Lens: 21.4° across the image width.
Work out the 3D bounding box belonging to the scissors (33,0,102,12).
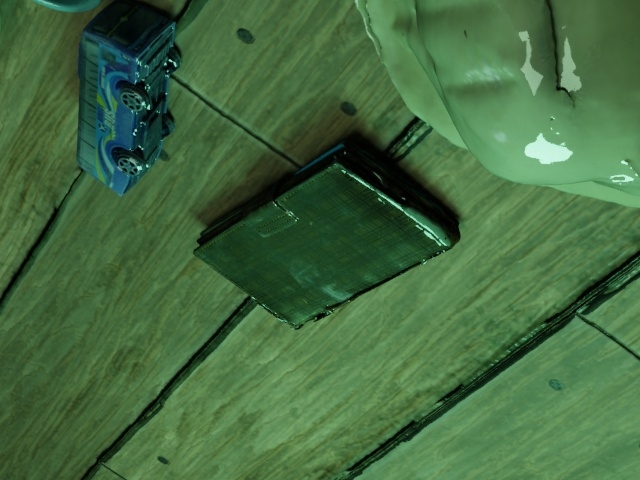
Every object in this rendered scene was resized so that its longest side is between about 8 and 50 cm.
[{"bbox_3d":[-0.345,-0.370,1.566,0.193,0.029,0.447,-14,136,43],"label":"scissors"}]

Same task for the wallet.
[{"bbox_3d":[0.000,-0.001,1.823,0.169,0.044,0.317,37,146,-16],"label":"wallet"}]

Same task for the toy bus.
[{"bbox_3d":[-0.206,-0.146,1.761,0.094,0.079,0.236,26,144,9],"label":"toy bus"}]

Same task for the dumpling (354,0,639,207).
[{"bbox_3d":[0.144,-0.195,1.337,0.316,0.233,0.395,2,122,38],"label":"dumpling"}]
